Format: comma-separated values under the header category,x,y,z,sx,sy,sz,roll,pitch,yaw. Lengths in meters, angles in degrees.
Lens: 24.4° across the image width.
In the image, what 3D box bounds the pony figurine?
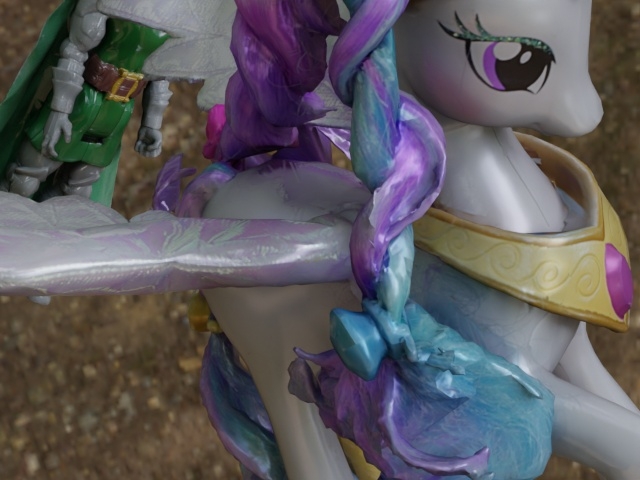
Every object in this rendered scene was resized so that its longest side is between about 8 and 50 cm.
category,x,y,z,sx,sy,sz,roll,pitch,yaw
pony figurine,0.000,0.000,0.553,0.351,0.364,0.303,8,40,36

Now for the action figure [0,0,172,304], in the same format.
category,x,y,z,sx,sy,sz,roll,pitch,yaw
action figure,-0.124,-0.068,0.781,0.063,0.232,0.137,45,25,29
